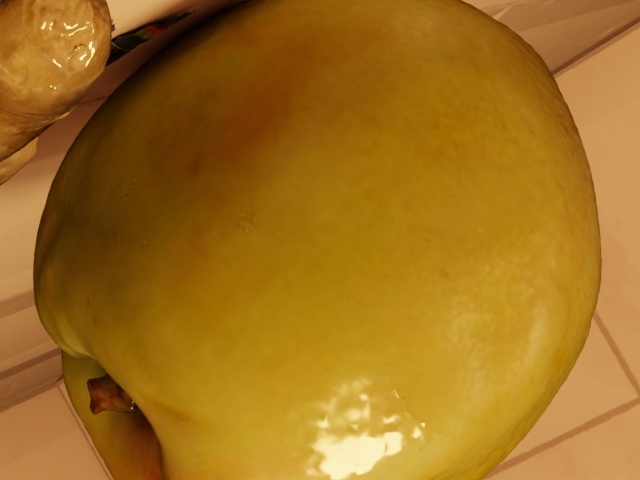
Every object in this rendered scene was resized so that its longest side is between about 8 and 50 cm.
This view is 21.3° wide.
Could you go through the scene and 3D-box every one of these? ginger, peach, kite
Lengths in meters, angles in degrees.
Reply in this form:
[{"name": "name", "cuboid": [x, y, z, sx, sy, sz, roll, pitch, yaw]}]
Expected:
[{"name": "ginger", "cuboid": [-0.161, -0.043, 0.730, 0.133, 0.059, 0.214, -33, -179, -37]}, {"name": "peach", "cuboid": [-0.002, 0.007, 0.929, 0.315, 0.314, 0.281, -30, 142, -6]}, {"name": "kite", "cuboid": [-0.116, -0.091, 0.858, 0.122, 0.004, 0.090, -28, 176, -32]}]
